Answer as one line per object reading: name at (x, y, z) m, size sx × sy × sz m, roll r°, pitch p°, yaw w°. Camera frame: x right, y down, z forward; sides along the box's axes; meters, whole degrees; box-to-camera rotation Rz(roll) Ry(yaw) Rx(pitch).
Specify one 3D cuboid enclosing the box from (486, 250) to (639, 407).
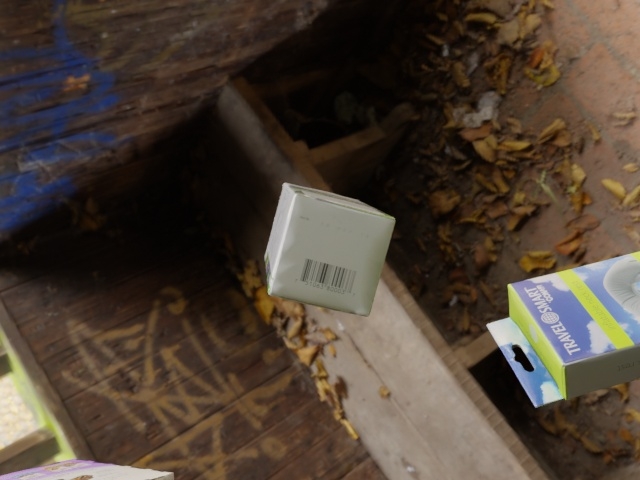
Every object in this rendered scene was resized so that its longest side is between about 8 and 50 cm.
box at (0.232, 0.061, 0.576) m, size 0.109 × 0.178 × 0.042 m, roll -108°, pitch 4°, yaw -59°

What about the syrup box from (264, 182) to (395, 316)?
syrup box at (0.000, 0.000, 0.747) m, size 0.237 × 0.093 × 0.096 m, roll -131°, pitch 56°, yaw -82°

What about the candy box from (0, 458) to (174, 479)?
candy box at (-0.274, 0.284, 0.762) m, size 0.196 × 0.165 × 0.070 m, roll -9°, pitch 84°, yaw 41°
